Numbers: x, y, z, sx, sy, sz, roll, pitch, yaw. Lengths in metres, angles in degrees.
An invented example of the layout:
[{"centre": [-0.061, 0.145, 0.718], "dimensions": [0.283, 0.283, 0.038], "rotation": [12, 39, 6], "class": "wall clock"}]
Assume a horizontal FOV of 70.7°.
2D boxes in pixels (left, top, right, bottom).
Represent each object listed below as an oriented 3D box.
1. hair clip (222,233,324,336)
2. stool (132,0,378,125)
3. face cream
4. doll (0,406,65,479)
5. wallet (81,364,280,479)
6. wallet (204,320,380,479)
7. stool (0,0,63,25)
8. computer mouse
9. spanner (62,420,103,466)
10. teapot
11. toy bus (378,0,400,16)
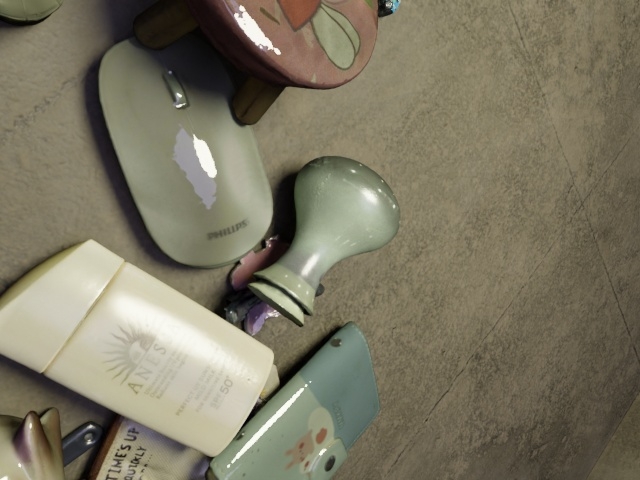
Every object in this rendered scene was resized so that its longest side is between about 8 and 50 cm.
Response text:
[{"centre": [-0.091, 0.075, 0.754], "dimensions": [0.187, 0.056, 0.146], "rotation": [-34, 117, -31], "class": "hair clip"}, {"centre": [-0.075, -0.295, 0.553], "dimensions": [0.272, 0.178, 0.272], "rotation": [8, 78, -41], "class": "stool"}, {"centre": [-0.241, 0.143, 0.611], "dimensions": [0.348, 0.081, 0.173], "rotation": [38, 72, -20], "class": "face cream"}, {"centre": [-0.458, 0.342, 0.472], "dimensions": [0.370, 0.215, 0.226], "rotation": [-22, 76, -24], "class": "doll"}, {"centre": [-0.212, 0.296, 0.714], "dimensions": [0.275, 0.068, 0.335], "rotation": [28, 83, -35], "class": "wallet"}, {"centre": [-0.020, 0.343, 0.804], "dimensions": [0.360, 0.083, 0.252], "rotation": [-39, 127, -32], "class": "wallet"}, {"centre": [-0.323, -0.277, 0.473], "dimensions": [0.096, 0.110, 0.096], "rotation": [-10, 109, -31], "class": "stool"}, {"centre": [-0.173, -0.114, 0.625], "dimensions": [0.197, 0.095, 0.330], "rotation": [-30, 117, -28], "class": "computer mouse"}, {"centre": [-0.446, 0.364, 0.615], "dimensions": [0.316, 0.024, 0.087], "rotation": [-34, 120, -23], "class": "spanner"}, {"centre": [0.000, 0.000, 0.700], "dimensions": [0.183, 0.183, 0.251], "rotation": [46, 73, -32], "class": "teapot"}, {"centre": [0.098, -0.419, 0.748], "dimensions": [0.083, 0.038, 0.046], "rotation": [45, 74, -33], "class": "toy bus"}]
